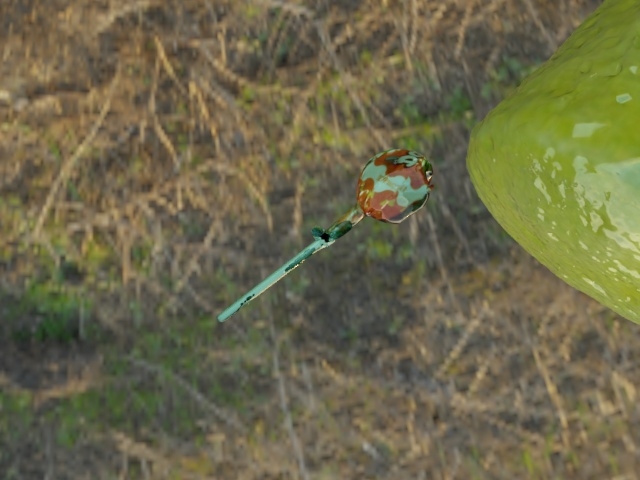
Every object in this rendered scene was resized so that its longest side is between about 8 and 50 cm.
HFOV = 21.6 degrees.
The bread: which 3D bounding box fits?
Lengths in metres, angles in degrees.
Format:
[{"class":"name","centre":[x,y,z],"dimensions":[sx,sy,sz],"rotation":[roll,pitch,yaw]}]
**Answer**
[{"class":"bread","centre":[0.325,-0.083,1.447],"dimensions":[0.348,0.348,0.308],"rotation":[40,74,-30]}]

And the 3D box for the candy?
[{"class":"candy","centre":[0.000,0.000,1.129],"dimensions":[0.184,0.055,0.049],"rotation":[-37,79,16]}]
